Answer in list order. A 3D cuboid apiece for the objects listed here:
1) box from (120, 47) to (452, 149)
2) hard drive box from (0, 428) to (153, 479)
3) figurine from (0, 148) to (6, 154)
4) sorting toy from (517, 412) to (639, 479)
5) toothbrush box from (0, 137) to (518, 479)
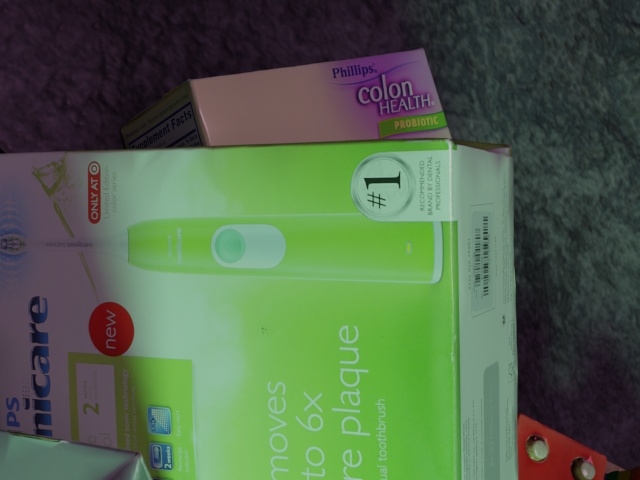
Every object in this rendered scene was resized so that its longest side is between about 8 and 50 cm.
[{"bbox_3d":[0.000,0.000,0.761,0.214,0.117,0.242,-15,88,-36],"label":"box"},{"bbox_3d":[-0.168,0.160,0.493,0.181,0.232,0.089,9,62,1],"label":"hard drive box"},{"bbox_3d":[-0.269,-0.023,0.605,0.209,0.092,0.215,53,56,-17],"label":"figurine"},{"bbox_3d":[0.201,0.280,0.814,0.255,0.089,0.257,28,61,-15],"label":"sorting toy"},{"bbox_3d":[-0.041,0.049,0.585,0.122,0.283,0.206,-8,98,-64],"label":"toothbrush box"}]
